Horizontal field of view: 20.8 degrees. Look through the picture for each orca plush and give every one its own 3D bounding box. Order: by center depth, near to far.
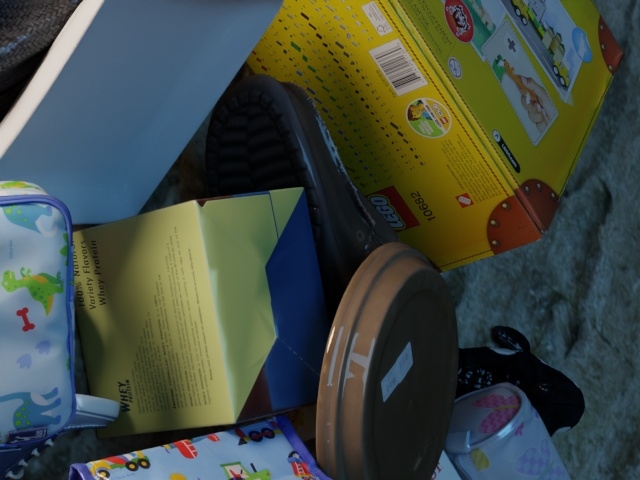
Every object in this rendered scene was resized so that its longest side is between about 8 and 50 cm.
[{"bbox_3d":[0.218,0.150,1.970,0.287,0.102,0.151,39,57,-31],"label":"orca plush"}]

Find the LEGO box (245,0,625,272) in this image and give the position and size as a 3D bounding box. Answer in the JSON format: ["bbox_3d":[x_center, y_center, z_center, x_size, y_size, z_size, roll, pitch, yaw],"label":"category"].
[{"bbox_3d":[0.084,-0.269,1.827,0.500,0.193,0.372,55,38,-20],"label":"LEGO box"}]

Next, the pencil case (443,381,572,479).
[{"bbox_3d":[0.220,0.290,1.918,0.124,0.113,0.273,-41,117,-29],"label":"pencil case"}]

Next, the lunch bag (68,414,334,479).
[{"bbox_3d":[-0.119,0.321,1.530,0.221,0.138,0.293,-9,131,-37],"label":"lunch bag"}]

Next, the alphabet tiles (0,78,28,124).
[{"bbox_3d":[-0.399,-0.167,1.497,0.343,0.011,0.285,17,77,-40],"label":"alphabet tiles"}]

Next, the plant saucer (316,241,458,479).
[{"bbox_3d":[0.070,0.140,1.642,0.278,0.041,0.277,-28,121,-60],"label":"plant saucer"}]

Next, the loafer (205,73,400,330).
[{"bbox_3d":[0.000,0.000,1.734,0.130,0.134,0.366,-38,113,-48],"label":"loafer"}]

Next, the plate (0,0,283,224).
[{"bbox_3d":[-0.180,-0.130,1.544,0.045,0.277,0.278,42,19,20],"label":"plate"}]

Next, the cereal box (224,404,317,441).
[{"bbox_3d":[-0.012,0.113,1.799,0.240,0.047,0.173,-14,89,-44],"label":"cereal box"}]

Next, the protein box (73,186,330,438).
[{"bbox_3d":[-0.111,0.068,1.610,0.136,0.201,0.199,-8,87,-44],"label":"protein box"}]

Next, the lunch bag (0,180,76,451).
[{"bbox_3d":[-0.291,0.064,1.420,0.176,0.090,0.219,-2,104,-23],"label":"lunch bag"}]

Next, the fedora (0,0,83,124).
[{"bbox_3d":[-0.286,-0.237,1.489,0.334,0.152,0.334,2,87,-41],"label":"fedora"}]

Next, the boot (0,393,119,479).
[{"bbox_3d":[-0.268,0.174,1.544,0.190,0.069,0.086,8,83,-34],"label":"boot"}]

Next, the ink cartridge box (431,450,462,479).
[{"bbox_3d":[0.100,0.333,1.830,0.158,0.092,0.218,-46,114,-39],"label":"ink cartridge box"}]
